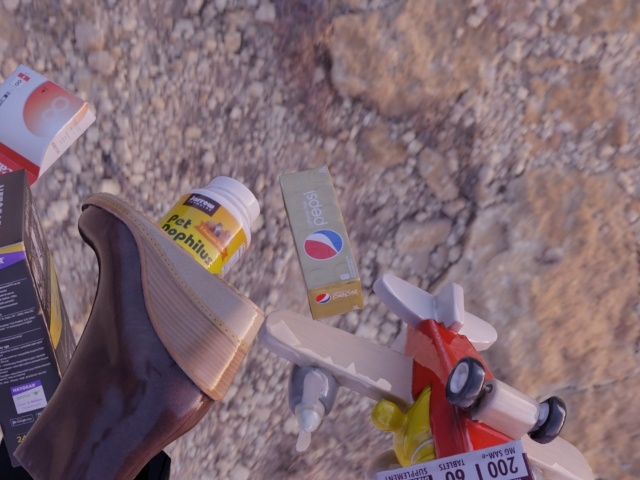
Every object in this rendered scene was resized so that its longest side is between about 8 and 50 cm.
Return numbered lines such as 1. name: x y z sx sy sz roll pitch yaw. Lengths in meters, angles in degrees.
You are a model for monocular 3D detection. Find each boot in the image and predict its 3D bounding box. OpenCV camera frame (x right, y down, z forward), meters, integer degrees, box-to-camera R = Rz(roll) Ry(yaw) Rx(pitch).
1. boot: -0.173 0.083 1.096 0.207 0.090 0.248 -50 43 -5

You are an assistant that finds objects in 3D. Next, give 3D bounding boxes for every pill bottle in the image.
1. pill bottle: -0.175 0.011 1.939 0.117 0.117 0.215 36 58 3

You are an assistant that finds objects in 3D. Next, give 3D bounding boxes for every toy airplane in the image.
1. toy airplane: 0.136 0.218 1.800 0.386 0.384 0.272 37 105 24

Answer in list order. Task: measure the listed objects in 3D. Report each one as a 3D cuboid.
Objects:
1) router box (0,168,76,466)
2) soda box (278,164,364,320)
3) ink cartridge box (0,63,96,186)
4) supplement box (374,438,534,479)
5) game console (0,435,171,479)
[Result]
1. router box: -0.339 0.076 1.600 0.081 0.309 0.243 -14 109 -6
2. soda box: 0.000 0.000 1.625 0.061 0.058 0.181 -13 50 -2
3. ink cartridge box: -0.417 -0.145 1.934 0.145 0.045 0.179 31 68 31
4. supplement box: 0.132 0.295 1.144 0.130 0.073 0.239 -13 66 -4
5. game console: -0.322 0.394 1.681 0.213 0.044 0.361 14 72 8
